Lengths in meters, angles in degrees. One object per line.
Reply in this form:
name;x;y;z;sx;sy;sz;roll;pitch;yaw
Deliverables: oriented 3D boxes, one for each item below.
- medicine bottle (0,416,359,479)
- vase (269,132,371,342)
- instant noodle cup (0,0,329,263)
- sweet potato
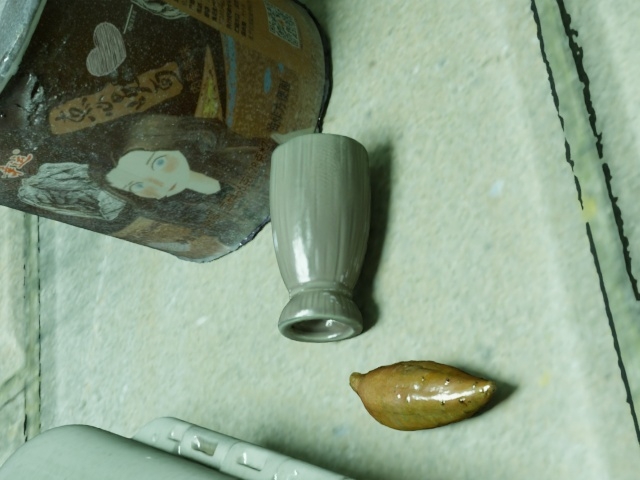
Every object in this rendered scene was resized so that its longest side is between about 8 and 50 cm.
medicine bottle;-0.072;0.228;0.760;0.375;0.123;0.282;10;68;54
vase;0.000;0.000;0.873;0.053;0.053;0.101;-23;59;43
instant noodle cup;-0.126;-0.099;0.955;0.217;0.207;0.217;-28;52;41
sweet potato;0.046;0.072;0.790;0.095;0.034;0.034;-4;68;51
